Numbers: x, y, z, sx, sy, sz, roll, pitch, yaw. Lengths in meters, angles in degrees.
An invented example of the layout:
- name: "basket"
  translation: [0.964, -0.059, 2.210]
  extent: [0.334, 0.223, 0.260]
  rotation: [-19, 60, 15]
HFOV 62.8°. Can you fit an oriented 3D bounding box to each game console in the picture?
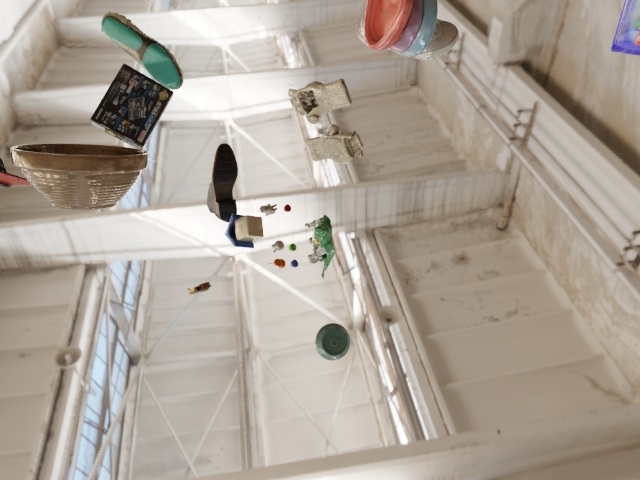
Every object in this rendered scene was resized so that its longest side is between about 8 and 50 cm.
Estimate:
- name: "game console"
  translation: [-0.718, -0.170, 1.145]
  extent: [0.085, 0.144, 0.124]
  rotation: [-30, -105, 10]

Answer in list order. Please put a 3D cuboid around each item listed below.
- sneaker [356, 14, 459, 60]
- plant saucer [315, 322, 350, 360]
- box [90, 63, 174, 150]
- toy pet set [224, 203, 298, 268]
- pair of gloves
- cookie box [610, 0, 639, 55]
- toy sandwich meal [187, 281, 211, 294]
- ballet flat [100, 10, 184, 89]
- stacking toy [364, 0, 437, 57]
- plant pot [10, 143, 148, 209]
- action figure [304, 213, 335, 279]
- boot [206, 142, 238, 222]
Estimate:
- name: "sneaker"
  translation: [0.219, -0.505, 1.237]
  extent: [0.252, 0.111, 0.103]
  rotation: [1, -106, -15]
- name: "plant saucer"
  translation: [0.042, 0.324, 1.676]
  extent: [0.119, 0.021, 0.119]
  rotation: [2, -98, -16]
- name: "box"
  translation: [-0.597, -0.424, 1.670]
  extent: [0.175, 0.051, 0.220]
  rotation: [27, -105, -16]
- name: "toy pet set"
  translation: [-0.110, -0.006, 0.961]
  extent: [0.114, 0.065, 0.122]
  rotation: [6, -109, -43]
- name: "pair of gloves"
  translation: [0.015, -0.323, 1.466]
  extent: [0.204, 0.240, 0.042]
  rotation: [9, -143, 42]
- name: "cookie box"
  translation: [0.383, -0.242, 0.559]
  extent: [0.107, 0.092, 0.040]
  rotation: [22, -131, 28]
- name: "toy sandwich meal"
  translation: [-0.420, 0.165, 1.811]
  extent: [0.085, 0.029, 0.085]
  rotation: [-14, 179, 0]
- name: "ballet flat"
  translation: [-0.432, -0.480, 1.311]
  extent: [0.241, 0.091, 0.077]
  rotation: [42, -154, -16]
- name: "stacking toy"
  translation: [0.172, -0.525, 0.993]
  extent: [0.130, 0.279, 0.309]
  rotation: [1, -122, -23]
- name: "plant pot"
  translation: [-0.455, -0.122, 1.007]
  extent: [0.237, 0.110, 0.237]
  rotation: [5, -166, -1]
- name: "action figure"
  translation: [0.000, 0.000, 1.113]
  extent: [0.063, 0.232, 0.137]
  rotation: [-4, -102, -4]
- name: "boot"
  translation: [-0.291, -0.166, 1.485]
  extent: [0.082, 0.219, 0.106]
  rotation: [-8, -165, -38]
